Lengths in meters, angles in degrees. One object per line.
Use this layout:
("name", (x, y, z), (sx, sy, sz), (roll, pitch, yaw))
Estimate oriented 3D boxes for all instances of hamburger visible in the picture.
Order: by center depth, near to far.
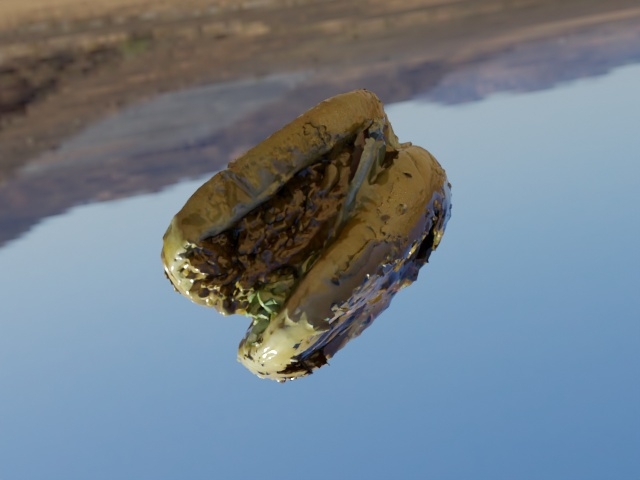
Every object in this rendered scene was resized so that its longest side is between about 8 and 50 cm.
("hamburger", (0.000, 0.000, 0.992), (0.177, 0.113, 0.185), (-32, 171, -35))
